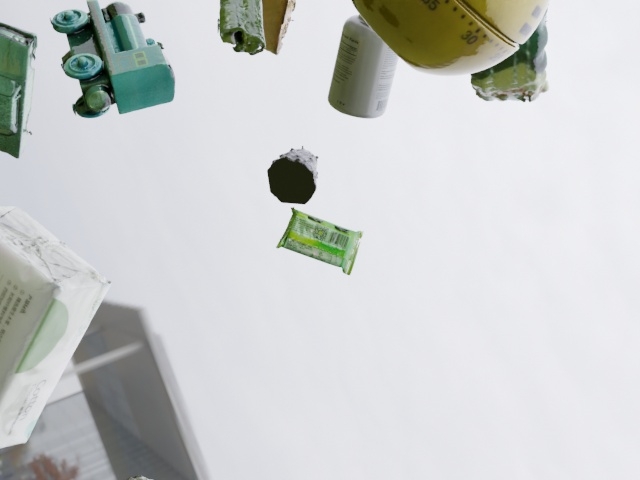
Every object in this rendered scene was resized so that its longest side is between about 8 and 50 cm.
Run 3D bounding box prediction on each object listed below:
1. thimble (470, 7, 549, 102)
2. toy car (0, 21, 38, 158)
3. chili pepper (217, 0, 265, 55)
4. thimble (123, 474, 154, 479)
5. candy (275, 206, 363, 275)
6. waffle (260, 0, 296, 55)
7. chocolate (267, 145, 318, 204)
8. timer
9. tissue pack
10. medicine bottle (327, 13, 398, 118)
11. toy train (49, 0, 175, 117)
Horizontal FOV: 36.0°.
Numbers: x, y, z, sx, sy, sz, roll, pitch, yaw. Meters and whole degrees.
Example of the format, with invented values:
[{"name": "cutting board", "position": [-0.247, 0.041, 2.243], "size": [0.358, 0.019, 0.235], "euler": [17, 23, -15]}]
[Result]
[{"name": "thimble", "position": [0.403, -0.437, 2.097], "size": [0.254, 0.167, 0.288], "euler": [-60, 149, -63]}, {"name": "toy car", "position": [-0.644, -0.296, 1.970], "size": [0.321, 0.141, 0.097], "euler": [115, -10, -46]}, {"name": "chili pepper", "position": [-0.133, -0.470, 1.679], "size": [0.076, 0.085, 0.359], "euler": [-44, -139, 51]}, {"name": "thimble", "position": [-0.355, 0.515, 1.877], "size": [0.102, 0.115, 0.090], "euler": [6, -62, 40]}, {"name": "candy", "position": [0.000, 0.000, 2.146], "size": [0.032, 0.178, 0.102], "euler": [-159, -91, -78]}, {"name": "waffle", "position": [-0.070, -0.588, 2.025], "size": [0.304, 0.077, 0.348], "euler": [-82, -177, -60]}, {"name": "chocolate", "position": [-0.057, -0.196, 2.736], "size": [0.156, 0.133, 0.156], "euler": [12, -53, 16]}, {"name": "timer", "position": [0.242, -0.461, 1.581], "size": [0.387, 0.376, 0.376], "euler": [-44, -121, 19]}, {"name": "tissue pack", "position": [-0.565, 0.151, 1.707], "size": [0.266, 0.194, 0.356], "euler": [35, -78, 19]}, {"name": "medicine bottle", "position": [0.120, -0.467, 2.499], "size": [0.157, 0.157, 0.289], "euler": [46, -49, 47]}, {"name": "toy train", "position": [-0.395, -0.352, 1.865], "size": [0.120, 0.194, 0.298], "euler": [86, -16, -46]}]
